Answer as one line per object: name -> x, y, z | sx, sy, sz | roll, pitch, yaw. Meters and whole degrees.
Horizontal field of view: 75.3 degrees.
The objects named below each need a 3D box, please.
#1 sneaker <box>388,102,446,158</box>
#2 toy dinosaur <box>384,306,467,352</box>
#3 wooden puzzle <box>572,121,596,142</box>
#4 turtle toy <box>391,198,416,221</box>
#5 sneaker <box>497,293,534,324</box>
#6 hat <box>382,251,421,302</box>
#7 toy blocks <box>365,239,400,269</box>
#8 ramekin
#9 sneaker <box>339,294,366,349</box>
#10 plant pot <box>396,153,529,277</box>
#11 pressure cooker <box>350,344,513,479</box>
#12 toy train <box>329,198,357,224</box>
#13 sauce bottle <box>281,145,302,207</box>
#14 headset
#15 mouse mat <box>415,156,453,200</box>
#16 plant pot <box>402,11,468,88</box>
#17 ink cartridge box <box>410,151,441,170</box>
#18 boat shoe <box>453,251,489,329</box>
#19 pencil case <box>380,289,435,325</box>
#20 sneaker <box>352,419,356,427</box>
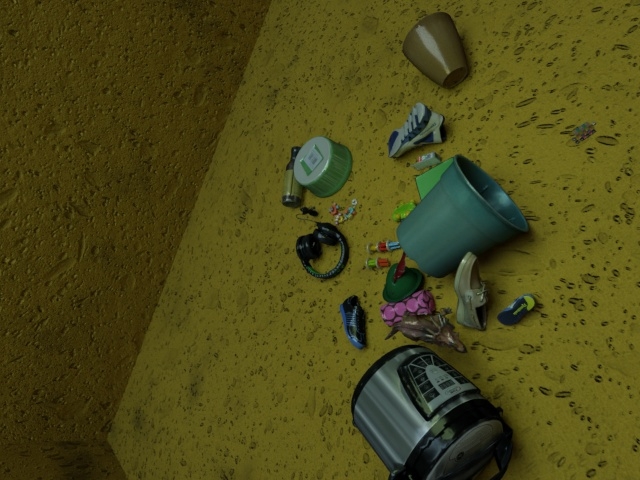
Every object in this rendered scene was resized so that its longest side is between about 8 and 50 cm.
sneaker -> 0.427, -0.443, 1.772 | 0.315, 0.182, 0.128 | 134, 142, -63
toy dinosaur -> 0.346, 0.304, 1.417 | 0.295, 0.200, 0.127 | -5, 87, 24
wooden puzzle -> 0.878, -0.363, 1.382 | 0.083, 0.006, 0.049 | -38, 51, 28
turtle toy -> 0.354, -0.116, 1.747 | 0.130, 0.066, 0.095 | -10, 44, 44
sneaker -> 0.640, 0.224, 1.350 | 0.053, 0.059, 0.144 | 47, 128, 12
hat -> 0.277, 0.112, 1.608 | 0.208, 0.183, 0.173 | -36, 24, 18
toy blocks -> 0.269, 0.059, 1.768 | 0.148, 0.054, 0.123 | -10, 66, 41
ramekin -> 0.001, -0.387, 2.138 | 0.303, 0.148, 0.303 | -19, 61, 38
sneaker -> 0.150, 0.339, 1.751 | 0.090, 0.081, 0.232 | -47, 46, 30
plant pot -> 0.468, -0.062, 1.453 | 0.334, 0.341, 0.341 | -46, 47, 32
pressure cooker -> 0.345, 0.572, 1.260 | 0.370, 0.375, 0.420 | -50, 40, 2
toy train -> 0.101, -0.147, 2.020 | 0.166, 0.046, 0.125 | -17, 63, 39
sauce bottle -> -0.143, -0.355, 2.296 | 0.111, 0.111, 0.344 | -10, 66, 42
headset -> 0.000, 0.000, 2.026 | 0.243, 0.185, 0.394 | -37, 67, 23
mouse mat -> 0.486, -0.243, 1.714 | 0.189, 0.007, 0.153 | -29, 55, 35
plant pot -> 0.512, -0.785, 1.771 | 0.237, 0.237, 0.254 | -36, 65, 29
ink cartridge box -> 0.443, -0.335, 1.751 | 0.115, 0.063, 0.029 | -14, 65, 40
boat shoe -> 0.508, 0.171, 1.365 | 0.098, 0.302, 0.109 | 19, 42, 39
pencil case -> 0.333, 0.265, 1.599 | 0.209, 0.095, 0.098 | -30, 56, 36
sneaker -> 0.216, 0.666, 1.559 | 0.223, 0.083, 0.098 | -45, 53, 21
